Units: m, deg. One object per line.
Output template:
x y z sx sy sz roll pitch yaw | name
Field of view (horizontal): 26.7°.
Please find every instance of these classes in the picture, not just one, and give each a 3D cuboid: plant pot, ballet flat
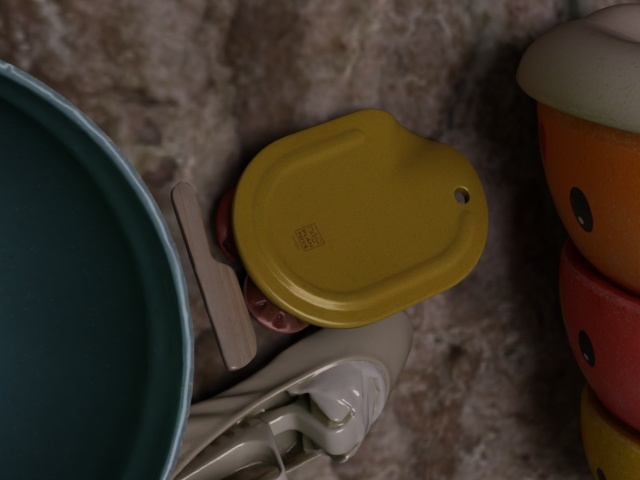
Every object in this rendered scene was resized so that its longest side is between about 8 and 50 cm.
-0.234 0.050 0.637 0.293 0.196 0.293 -4 98 -30 | plant pot
-0.025 0.120 0.831 0.248 0.086 0.086 -27 109 -23 | ballet flat

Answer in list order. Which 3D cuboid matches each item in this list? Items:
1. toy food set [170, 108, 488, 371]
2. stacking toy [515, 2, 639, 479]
0.000 0.000 0.846 0.218 0.071 0.128 -20 79 -30 | toy food set
0.280 0.101 0.886 0.351 0.351 0.479 -3 107 -30 | stacking toy
